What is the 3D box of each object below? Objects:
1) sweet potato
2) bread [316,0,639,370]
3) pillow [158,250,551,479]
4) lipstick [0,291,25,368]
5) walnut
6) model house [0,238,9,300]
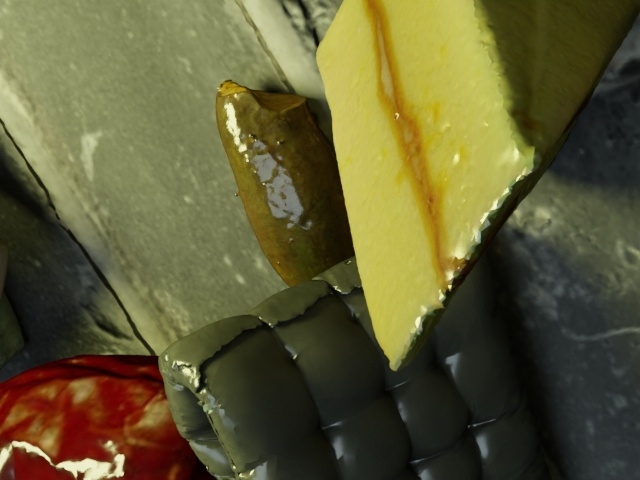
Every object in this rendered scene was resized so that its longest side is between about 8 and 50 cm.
[{"bbox_3d":[0.000,0.000,0.987,0.077,0.077,0.243,-15,108,36],"label":"sweet potato"},{"bbox_3d":[0.053,-0.082,0.785,0.163,0.264,0.167,33,124,6],"label":"bread"},{"bbox_3d":[0.043,0.168,0.970,0.101,0.228,0.326,28,140,57],"label":"pillow"},{"bbox_3d":[-0.384,0.086,1.258,0.290,0.076,0.077,-5,113,32],"label":"lipstick"},{"bbox_3d":[-0.140,0.191,1.074,0.269,0.244,0.221,-17,107,36],"label":"walnut"},{"bbox_3d":[-0.354,-0.001,1.133,0.229,0.122,0.188,-37,59,22],"label":"model house"}]
